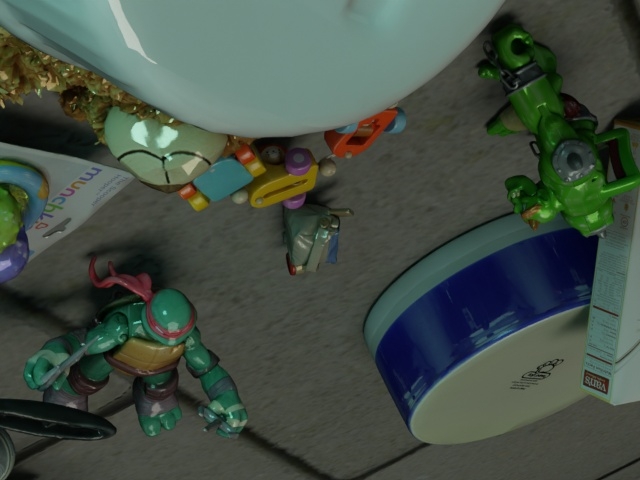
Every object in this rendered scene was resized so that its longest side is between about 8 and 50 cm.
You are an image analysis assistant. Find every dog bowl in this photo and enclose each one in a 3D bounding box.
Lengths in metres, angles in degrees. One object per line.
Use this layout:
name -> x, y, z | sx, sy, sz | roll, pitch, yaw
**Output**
dog bowl -> 0.180, 0.080, 1.553 | 0.265, 0.104, 0.265 | -20, 155, -10

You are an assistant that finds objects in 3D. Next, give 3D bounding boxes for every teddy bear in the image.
teddy bear -> -0.105, -0.126, 0.905 | 0.245, 0.113, 0.338 | -14, 152, -16

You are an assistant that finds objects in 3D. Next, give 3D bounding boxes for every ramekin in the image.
ramekin -> -0.024, -0.178, 0.715 | 0.277, 0.135, 0.277 | -19, 126, -28

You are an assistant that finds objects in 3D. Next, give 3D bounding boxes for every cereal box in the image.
cereal box -> 0.310, 0.013, 1.441 | 0.173, 0.047, 0.240 | -6, 107, -36

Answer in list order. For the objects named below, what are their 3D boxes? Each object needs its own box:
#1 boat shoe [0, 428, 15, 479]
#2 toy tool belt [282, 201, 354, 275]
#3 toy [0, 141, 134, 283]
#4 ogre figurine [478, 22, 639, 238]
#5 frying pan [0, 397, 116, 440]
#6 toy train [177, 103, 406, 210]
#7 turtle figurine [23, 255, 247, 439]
boat shoe -> -0.351, 0.226, 1.374 | 0.227, 0.079, 0.081 | -39, 174, 10
toy tool belt -> 0.000, 0.000, 1.305 | 0.051, 0.052, 0.083 | -11, 153, -8
toy -> -0.231, -0.005, 1.030 | 0.137, 0.056, 0.237 | -35, 152, 27
ogre figurine -> 0.174, -0.073, 1.237 | 0.097, 0.118, 0.197 | -19, 153, -11
frying pan -> -0.313, 0.122, 1.156 | 0.197, 0.053, 0.326 | -24, 142, 22
toy train -> -0.028, -0.072, 1.154 | 0.166, 0.046, 0.125 | -6, 148, -40
turtle figurine -> -0.135, 0.094, 1.285 | 0.175, 0.118, 0.234 | 19, 156, -12
